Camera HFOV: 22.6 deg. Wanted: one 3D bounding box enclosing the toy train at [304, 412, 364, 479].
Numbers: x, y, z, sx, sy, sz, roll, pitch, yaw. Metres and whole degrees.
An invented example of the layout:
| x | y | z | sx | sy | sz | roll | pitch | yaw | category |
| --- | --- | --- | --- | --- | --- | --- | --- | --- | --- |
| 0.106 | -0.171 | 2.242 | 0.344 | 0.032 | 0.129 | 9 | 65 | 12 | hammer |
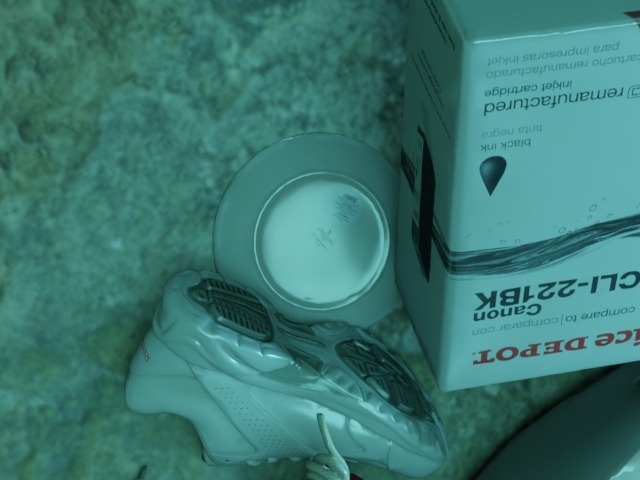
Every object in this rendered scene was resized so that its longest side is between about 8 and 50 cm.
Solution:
| x | y | z | sx | sy | sz | roll | pitch | yaw | category |
| --- | --- | --- | --- | --- | --- | --- | --- | --- | --- |
| -0.029 | 0.208 | 1.001 | 0.143 | 0.105 | 0.248 | -20 | 129 | 4 | toy train |

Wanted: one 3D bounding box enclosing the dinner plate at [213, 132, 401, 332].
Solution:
| x | y | z | sx | sy | sz | roll | pitch | yaw | category |
| --- | --- | --- | --- | --- | --- | --- | --- | --- | --- |
| 0.000 | 0.000 | 1.056 | 0.141 | 0.017 | 0.141 | -2 | 97 | -14 | dinner plate |

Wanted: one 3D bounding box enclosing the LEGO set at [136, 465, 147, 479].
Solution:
| x | y | z | sx | sy | sz | roll | pitch | yaw | category |
| --- | --- | --- | --- | --- | --- | --- | --- | --- | --- |
| -0.119 | 0.180 | 1.049 | 0.083 | 0.023 | 0.054 | -26 | 102 | -8 | LEGO set |

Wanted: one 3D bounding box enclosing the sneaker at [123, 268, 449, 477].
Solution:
| x | y | z | sx | sy | sz | roll | pitch | yaw | category |
| --- | --- | --- | --- | --- | --- | --- | --- | --- | --- |
| -0.025 | 0.107 | 1.040 | 0.232 | 0.090 | 0.115 | 28 | 117 | -22 | sneaker |

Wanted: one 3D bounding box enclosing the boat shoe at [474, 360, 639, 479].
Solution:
| x | y | z | sx | sy | sz | roll | pitch | yaw | category |
| --- | --- | --- | --- | --- | --- | --- | --- | --- | --- |
| 0.249 | 0.157 | 1.076 | 0.340 | 0.127 | 0.158 | -39 | 110 | -4 | boat shoe |

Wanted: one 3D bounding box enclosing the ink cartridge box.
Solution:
| x | y | z | sx | sy | sz | roll | pitch | yaw | category |
| --- | --- | --- | --- | --- | --- | --- | --- | --- | --- |
| 0.156 | -0.050 | 0.958 | 0.197 | 0.114 | 0.273 | -8 | 134 | -9 | ink cartridge box |
